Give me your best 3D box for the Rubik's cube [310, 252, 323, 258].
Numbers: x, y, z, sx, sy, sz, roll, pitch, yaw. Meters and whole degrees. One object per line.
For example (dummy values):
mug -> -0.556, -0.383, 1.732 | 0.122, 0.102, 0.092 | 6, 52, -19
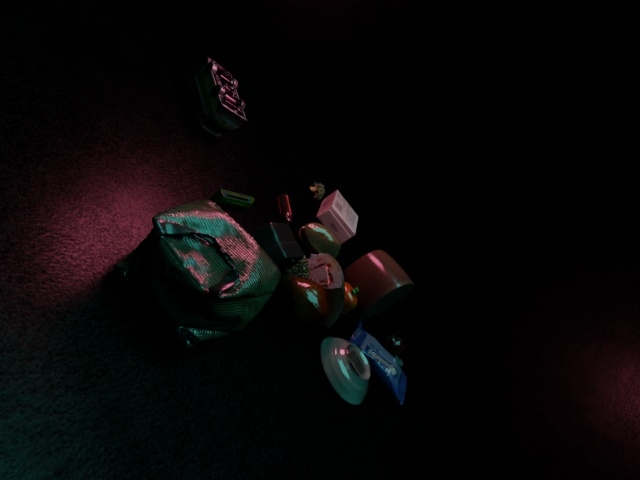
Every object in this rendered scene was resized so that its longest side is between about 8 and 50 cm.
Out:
Rubik's cube -> -0.009, 0.089, 1.824 | 0.084, 0.073, 0.075 | 56, 21, -5

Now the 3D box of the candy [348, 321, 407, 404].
candy -> 0.247, 0.501, 1.759 | 0.331, 0.077, 0.187 | 46, 28, -2

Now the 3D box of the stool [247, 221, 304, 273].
stool -> -0.178, 0.049, 1.341 | 0.141, 0.232, 0.232 | 62, 22, 10

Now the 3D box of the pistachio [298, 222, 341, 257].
pistachio -> 0.000, 0.000, 1.913 | 0.226, 0.136, 0.135 | 35, 29, -30

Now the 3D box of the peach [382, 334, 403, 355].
peach -> 0.335, 0.485, 1.957 | 0.101, 0.101, 0.100 | 45, 24, -26

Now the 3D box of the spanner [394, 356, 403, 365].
spanner -> 0.325, 0.579, 1.903 | 0.071, 0.018, 0.302 | 57, 21, 7

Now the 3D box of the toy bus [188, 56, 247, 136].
toy bus -> -0.430, -0.575, 1.744 | 0.143, 0.179, 0.305 | 24, 37, -52

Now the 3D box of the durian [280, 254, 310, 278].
durian -> -0.118, 0.082, 1.523 | 0.158, 0.137, 0.168 | 34, 20, -48

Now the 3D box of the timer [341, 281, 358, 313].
timer -> 0.108, 0.236, 1.799 | 0.099, 0.136, 0.136 | 7, 52, -56

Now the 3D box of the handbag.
handbag -> -0.294, 0.072, 1.014 | 0.340, 0.247, 0.240 | 46, 18, 6

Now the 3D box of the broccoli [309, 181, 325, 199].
broccoli -> -0.019, -0.273, 2.346 | 0.092, 0.096, 0.095 | 8, 7, -5

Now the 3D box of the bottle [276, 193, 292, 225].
bottle -> -0.155, -0.130, 1.849 | 0.060, 0.060, 0.164 | 35, 29, -42

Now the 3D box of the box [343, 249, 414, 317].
box -> 0.248, 0.192, 1.933 | 0.301, 0.301, 0.216 | 12, 43, -60

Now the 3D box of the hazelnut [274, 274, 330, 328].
hazelnut -> -0.059, 0.201, 1.408 | 0.212, 0.181, 0.180 | 148, -65, -71

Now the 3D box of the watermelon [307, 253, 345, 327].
watermelon -> -0.017, 0.193, 1.610 | 0.212, 0.201, 0.261 | -103, -165, -48

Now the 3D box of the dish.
dish -> 0.112, 0.453, 1.544 | 0.260, 0.085, 0.260 | 44, 24, -26

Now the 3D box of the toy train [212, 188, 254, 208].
toy train -> -0.307, -0.145, 1.570 | 0.209, 0.044, 0.042 | 8, 51, -62

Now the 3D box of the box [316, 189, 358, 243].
box -> 0.096, -0.129, 2.294 | 0.203, 0.116, 0.274 | 50, 22, -15
